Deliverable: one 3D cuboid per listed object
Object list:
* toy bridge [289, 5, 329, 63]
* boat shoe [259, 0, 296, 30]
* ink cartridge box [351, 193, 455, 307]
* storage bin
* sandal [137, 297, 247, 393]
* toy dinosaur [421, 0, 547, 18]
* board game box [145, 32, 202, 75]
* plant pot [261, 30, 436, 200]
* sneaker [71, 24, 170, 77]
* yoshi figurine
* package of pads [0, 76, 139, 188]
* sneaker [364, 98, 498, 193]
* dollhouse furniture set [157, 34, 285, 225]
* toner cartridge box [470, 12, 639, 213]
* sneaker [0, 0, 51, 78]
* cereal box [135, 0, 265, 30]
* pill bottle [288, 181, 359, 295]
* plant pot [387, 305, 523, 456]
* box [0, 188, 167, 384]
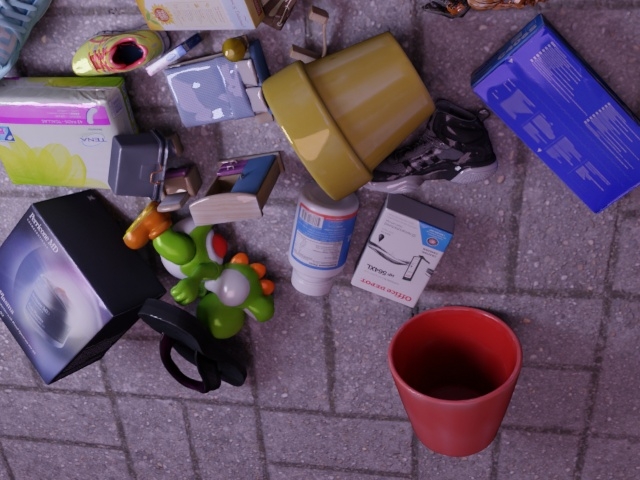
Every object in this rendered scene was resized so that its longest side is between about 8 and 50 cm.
[{"bbox_3d":[-0.027,-0.341,1.370,0.063,0.026,0.188,15,133,-21],"label":"toy bridge"},{"bbox_3d":[-0.021,-0.464,1.270,0.095,0.095,0.257,40,132,-16],"label":"boat shoe"},{"bbox_3d":[0.168,0.021,1.526,0.148,0.086,0.203,21,122,-2],"label":"ink cartridge box"},{"bbox_3d":[-0.356,-0.142,1.435,0.091,0.098,0.135,-5,124,-31],"label":"storage bin"},{"bbox_3d":[-0.297,0.260,1.652,0.168,0.107,0.445,15,157,22],"label":"sandal"},{"bbox_3d":[0.266,-0.458,1.205,0.322,0.164,0.218,-1,138,-8],"label":"toy dinosaur"},{"bbox_3d":[-0.274,-0.349,1.387,0.090,0.090,0.020,-26,110,24],"label":"board game box"},{"bbox_3d":[0.062,-0.237,1.312,0.239,0.254,0.254,-32,111,9],"label":"plant pot"},{"bbox_3d":[-0.395,-0.354,1.408,0.209,0.094,0.081,-14,119,21],"label":"sneaker"},{"bbox_3d":[-0.272,0.088,1.608,0.362,0.203,0.203,39,139,-14],"label":"yoshi figurine"},{"bbox_3d":[-0.516,-0.212,1.494,0.297,0.101,0.229,3,134,11],"label":"package of pads"},{"bbox_3d":[0.194,-0.181,1.392,0.269,0.101,0.153,-6,119,8],"label":"sneaker"},{"bbox_3d":[-0.235,-0.207,1.404,0.286,0.198,0.303,-7,119,16],"label":"dollhouse furniture set"},{"bbox_3d":[0.447,-0.221,1.326,0.348,0.075,0.165,41,119,-14],"label":"toner cartridge box"},{"bbox_3d":[-0.577,-0.387,1.351,0.366,0.150,0.135,-48,144,17],"label":"sneaker"},{"bbox_3d":[-0.229,-0.448,1.279,0.240,0.047,0.173,8,142,27],"label":"cereal box"},{"bbox_3d":[0.000,0.000,1.526,0.124,0.124,0.221,14,124,3],"label":"pill bottle"},{"bbox_3d":[0.289,0.317,1.597,0.275,0.275,0.243,1,131,11],"label":"plant pot"},{"bbox_3d":[-0.548,0.099,1.610,0.294,0.183,0.296,-42,82,30],"label":"box"}]
